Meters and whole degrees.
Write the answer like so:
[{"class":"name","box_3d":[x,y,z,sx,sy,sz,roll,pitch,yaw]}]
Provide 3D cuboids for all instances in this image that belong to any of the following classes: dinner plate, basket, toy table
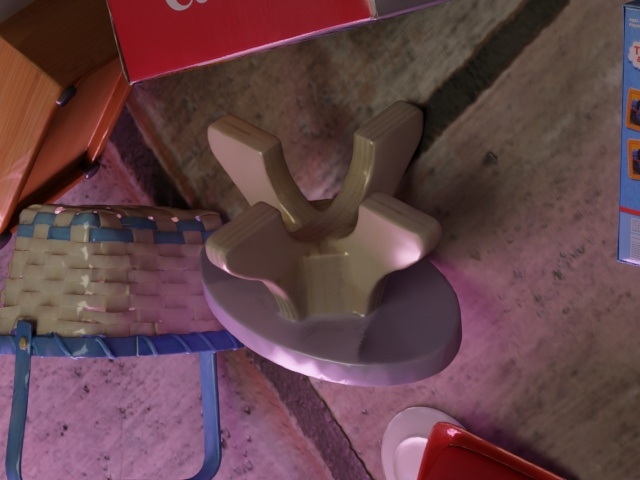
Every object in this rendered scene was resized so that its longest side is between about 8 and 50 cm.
[{"class":"dinner plate","box_3d":[0.108,0.227,1.671,0.141,0.017,0.141,20,119,40]},{"class":"basket","box_3d":[-0.199,0.109,1.765,0.201,0.254,0.289,-5,83,44]},{"class":"toy table","box_3d":[0.000,0.000,1.541,0.274,0.252,0.161,18,135,26]}]

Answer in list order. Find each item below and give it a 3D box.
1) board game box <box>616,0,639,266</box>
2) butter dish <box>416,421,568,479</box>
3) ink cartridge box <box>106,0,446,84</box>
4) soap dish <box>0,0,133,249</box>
[{"class":"board game box","box_3d":[0.304,-0.071,1.340,0.160,0.039,0.212,16,117,40]},{"class":"butter dish","box_3d":[0.135,0.272,1.574,0.160,0.118,0.160,25,123,23]},{"class":"ink cartridge box","box_3d":[-0.035,-0.225,1.444,0.309,0.272,0.130,-9,100,47]},{"class":"soap dish","box_3d":[-0.285,-0.139,1.774,0.118,0.229,0.291,38,131,6]}]
